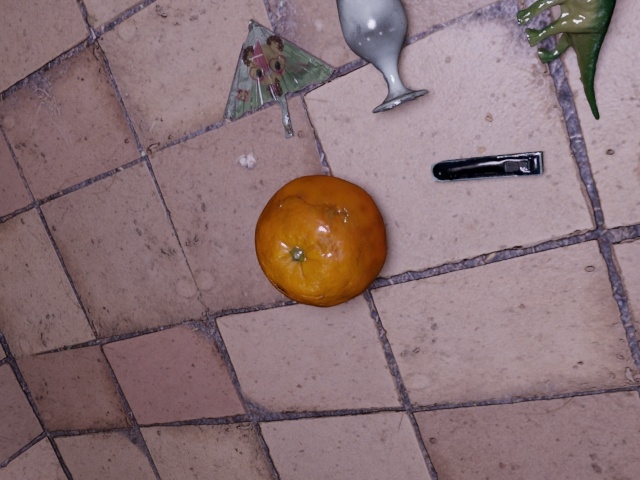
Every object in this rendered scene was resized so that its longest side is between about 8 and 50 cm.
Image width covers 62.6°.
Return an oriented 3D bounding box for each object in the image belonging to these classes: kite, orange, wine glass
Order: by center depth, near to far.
[{"bbox_3d":[0.115,-0.371,0.998,0.126,0.126,0.241,-14,102,29],"label":"wine glass"},{"bbox_3d":[0.000,0.000,1.122,0.284,0.226,0.283,6,105,22],"label":"orange"},{"bbox_3d":[-0.110,-0.360,1.177,0.323,0.013,0.267,-15,99,32],"label":"kite"}]

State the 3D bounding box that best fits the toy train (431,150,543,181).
[{"bbox_3d":[0.319,-0.142,1.020,0.208,0.047,0.043,-2,105,28],"label":"toy train"}]

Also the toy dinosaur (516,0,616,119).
[{"bbox_3d":[0.443,-0.397,0.773,0.301,0.087,0.447,-23,127,33],"label":"toy dinosaur"}]
